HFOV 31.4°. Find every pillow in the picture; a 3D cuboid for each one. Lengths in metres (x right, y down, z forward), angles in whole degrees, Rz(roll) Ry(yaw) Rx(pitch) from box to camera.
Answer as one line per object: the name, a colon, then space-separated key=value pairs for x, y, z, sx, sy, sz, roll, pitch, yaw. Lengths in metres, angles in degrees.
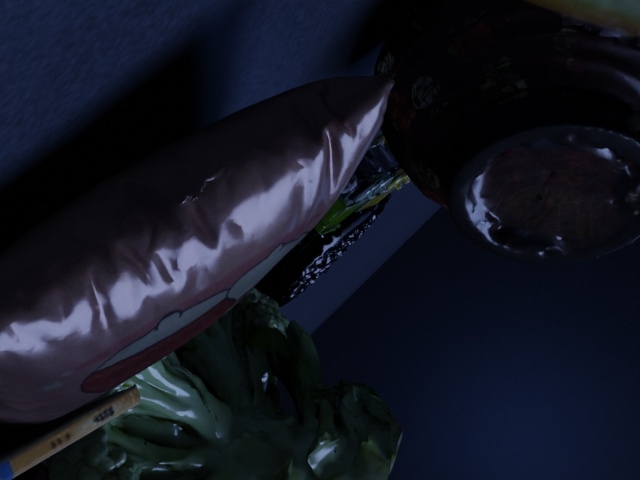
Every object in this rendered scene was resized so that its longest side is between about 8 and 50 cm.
pillow: x=-0.084 y=0.012 z=0.569 sx=0.236 sy=0.084 sz=0.223 roll=-38 pitch=177 yaw=-19

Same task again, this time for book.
book: x=-0.215 y=0.136 z=0.592 sx=0.170 sy=0.018 sz=0.241 roll=-22 pitch=180 yaw=19

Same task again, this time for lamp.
lamp: x=0.157 y=-0.110 z=0.793 sx=0.247 sy=0.247 sz=0.247 roll=-44 pitch=174 yaw=-6

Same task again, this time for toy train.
toy train: x=0.033 y=-0.055 z=1.059 sx=0.081 sy=0.060 sz=0.202 roll=-39 pitch=176 yaw=18

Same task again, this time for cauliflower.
cauliflower: x=-0.065 y=0.155 z=0.837 sx=0.272 sy=0.250 sz=0.275 roll=45 pitch=45 yaw=-84

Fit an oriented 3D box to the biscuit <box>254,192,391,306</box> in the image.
biscuit: x=0.000 y=0.000 z=1.219 sx=0.194 sy=0.053 sz=0.194 roll=-43 pitch=175 yaw=-4

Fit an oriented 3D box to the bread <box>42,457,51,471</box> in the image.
bread: x=-0.191 y=0.287 z=1.027 sx=0.184 sy=0.234 sz=0.110 roll=-45 pitch=172 yaw=6

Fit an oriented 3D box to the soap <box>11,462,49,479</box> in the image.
soap: x=-0.211 y=0.318 z=0.795 sx=0.127 sy=0.325 sz=0.220 roll=-20 pitch=136 yaw=5

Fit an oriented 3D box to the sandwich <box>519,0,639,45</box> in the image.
sandwich: x=0.108 y=-0.201 z=0.407 sx=0.155 sy=0.227 sz=0.198 roll=123 pitch=-22 yaw=-56
